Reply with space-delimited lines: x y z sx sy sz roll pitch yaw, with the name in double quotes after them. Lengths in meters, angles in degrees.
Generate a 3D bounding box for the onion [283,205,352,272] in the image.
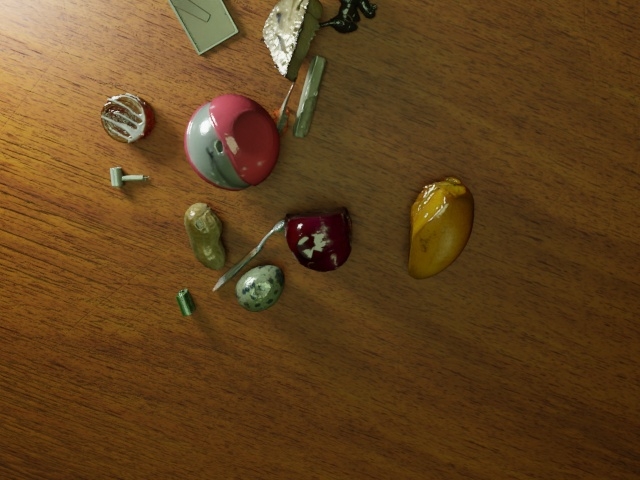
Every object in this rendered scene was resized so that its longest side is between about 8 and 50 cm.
0.001 0.006 1.845 0.216 0.206 0.207 -11 104 5 "onion"

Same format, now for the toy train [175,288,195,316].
-0.468 0.216 2.006 0.038 0.056 0.093 -15 103 9 "toy train"

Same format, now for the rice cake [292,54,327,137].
-0.036 -0.444 1.803 0.052 0.057 0.256 16 105 0 "rice cake"

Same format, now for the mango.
0.363 -0.023 1.834 0.199 0.201 0.350 26 116 26 "mango"

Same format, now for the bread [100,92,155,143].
-0.611 -0.387 1.841 0.160 0.073 0.160 1 105 2 "bread"

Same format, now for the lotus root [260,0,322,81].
-0.092 -0.615 1.714 0.170 0.074 0.261 29 98 33 "lotus root"

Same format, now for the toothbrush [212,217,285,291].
-0.239 0.053 1.963 0.375 0.028 0.037 -42 141 13 "toothbrush"

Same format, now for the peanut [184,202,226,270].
-0.373 -0.009 1.914 0.120 0.110 0.236 -18 106 -6 "peanut"

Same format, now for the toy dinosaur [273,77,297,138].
-0.119 -0.388 1.802 0.055 0.101 0.279 11 117 -11 "toy dinosaur"

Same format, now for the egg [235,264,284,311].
-0.197 0.158 1.933 0.182 0.141 0.141 -39 100 1 "egg"

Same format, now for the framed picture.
-0.361 -0.695 1.774 0.150 0.015 0.203 -27 103 10 "framed picture"

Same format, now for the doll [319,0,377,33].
0.082 -0.686 1.735 0.165 0.057 0.139 14 103 -6 "doll"

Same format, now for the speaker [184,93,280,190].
-0.275 -0.291 1.767 0.294 0.294 0.294 1 105 3 "speaker"

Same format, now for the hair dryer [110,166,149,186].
-0.628 -0.211 1.912 0.124 0.038 0.063 -2 105 -2 "hair dryer"
